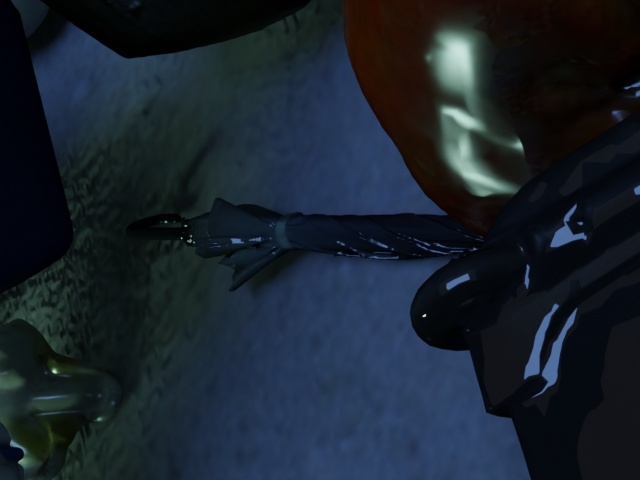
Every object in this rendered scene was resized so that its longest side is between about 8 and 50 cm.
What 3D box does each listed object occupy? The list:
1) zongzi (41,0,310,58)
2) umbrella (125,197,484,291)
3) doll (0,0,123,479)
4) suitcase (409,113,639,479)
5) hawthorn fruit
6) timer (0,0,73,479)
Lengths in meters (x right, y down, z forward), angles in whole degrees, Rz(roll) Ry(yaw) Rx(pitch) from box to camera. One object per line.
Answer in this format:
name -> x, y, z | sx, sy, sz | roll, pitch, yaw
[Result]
zongzi -> -0.126, -0.331, 0.812 | 0.208, 0.403, 0.432 | -14, 57, 35
umbrella -> -0.004, 0.002, 0.813 | 0.269, 0.044, 0.044 | 2, 111, 47
doll -> -0.275, 0.010, 1.016 | 0.348, 0.161, 0.423 | -20, 72, 23
suitcase -> 0.219, 0.079, 0.454 | 0.339, 0.188, 0.345 | -37, 53, 35
hawthorn fruit -> 0.093, -0.099, 0.646 | 0.185, 0.185, 0.202 | -53, 26, 22
timer -> -0.198, 0.103, 0.814 | 0.270, 0.270, 0.383 | -19, 94, 41
